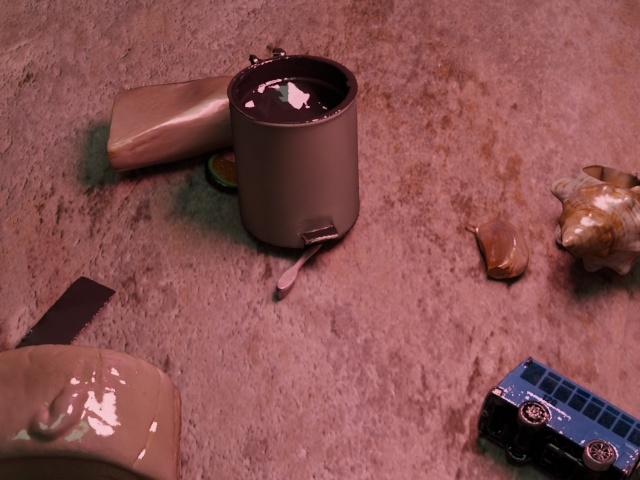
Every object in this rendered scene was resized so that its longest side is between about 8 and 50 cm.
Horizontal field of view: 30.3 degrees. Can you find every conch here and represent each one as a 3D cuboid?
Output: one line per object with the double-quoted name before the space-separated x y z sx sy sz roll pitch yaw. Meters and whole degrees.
"conch" 0.490 -0.039 2.069 0.203 0.169 0.386 50 23 9

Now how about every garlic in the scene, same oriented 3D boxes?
"garlic" 0.316 0.003 2.060 0.084 0.066 0.152 -6 49 -8

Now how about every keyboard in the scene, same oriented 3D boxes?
"keyboard" -0.415 0.134 1.917 0.074 0.015 0.196 25 49 13

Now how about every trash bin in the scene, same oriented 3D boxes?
"trash bin" -0.041 -0.153 2.029 0.217 0.263 0.277 -14 42 -13

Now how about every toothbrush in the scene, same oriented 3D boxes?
"toothbrush" 0.000 0.000 2.072 0.025 0.030 0.307 23 46 16

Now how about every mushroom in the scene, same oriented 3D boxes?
"mushroom" -0.219 -0.232 2.201 0.407 0.138 0.154 -14 33 -21

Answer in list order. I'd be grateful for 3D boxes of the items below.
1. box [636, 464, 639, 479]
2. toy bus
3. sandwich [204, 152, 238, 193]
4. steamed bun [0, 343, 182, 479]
"box" 0.527 0.366 1.730 0.089 0.062 0.122 -33 55 -30
"toy bus" 0.364 0.283 1.764 0.234 0.116 0.133 31 51 21
"sandwich" -0.173 -0.119 2.171 0.101 0.026 0.069 25 45 15
"steamed bun" -0.385 0.266 1.637 0.383 0.236 0.247 -1 45 -6
